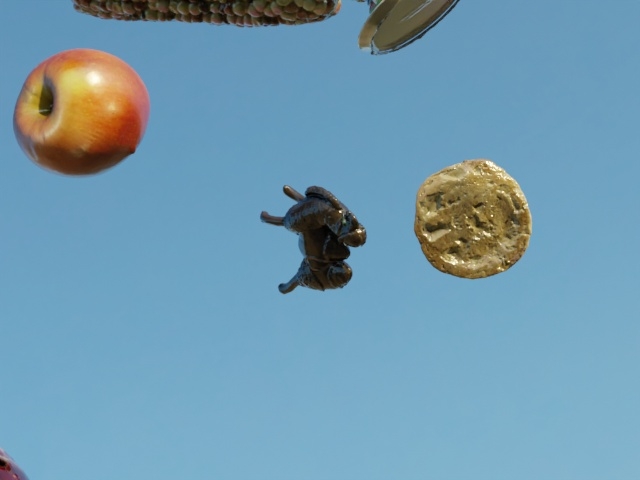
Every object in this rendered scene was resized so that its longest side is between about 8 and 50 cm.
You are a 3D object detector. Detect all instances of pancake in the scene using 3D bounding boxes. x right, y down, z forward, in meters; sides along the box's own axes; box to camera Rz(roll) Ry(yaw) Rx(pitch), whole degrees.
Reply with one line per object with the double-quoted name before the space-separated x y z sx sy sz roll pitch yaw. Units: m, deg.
"pancake" 0.188 -0.026 1.808 0.151 0.151 0.025 -26 -1 9

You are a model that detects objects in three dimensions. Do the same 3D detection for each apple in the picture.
"apple" -0.283 -0.151 1.760 0.163 0.163 0.139 -40 -30 27

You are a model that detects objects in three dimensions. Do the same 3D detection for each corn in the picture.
"corn" -0.107 -0.255 1.437 0.280 0.092 0.092 3 -30 15

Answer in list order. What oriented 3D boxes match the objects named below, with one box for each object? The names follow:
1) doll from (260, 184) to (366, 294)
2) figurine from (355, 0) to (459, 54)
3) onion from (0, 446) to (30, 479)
"doll" 0.000 0.000 1.717 0.057 0.165 0.139 -25 -70 -34
"figurine" 0.046 -0.262 1.321 0.132 0.153 0.132 -35 -14 -10
"onion" -0.290 0.264 0.991 0.314 0.314 0.232 -31 -14 16
